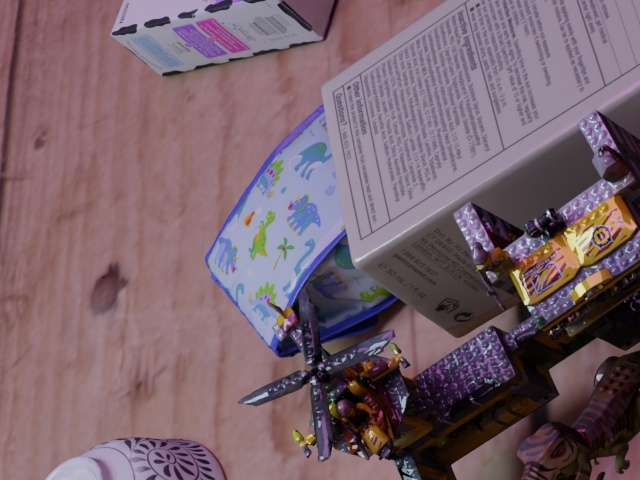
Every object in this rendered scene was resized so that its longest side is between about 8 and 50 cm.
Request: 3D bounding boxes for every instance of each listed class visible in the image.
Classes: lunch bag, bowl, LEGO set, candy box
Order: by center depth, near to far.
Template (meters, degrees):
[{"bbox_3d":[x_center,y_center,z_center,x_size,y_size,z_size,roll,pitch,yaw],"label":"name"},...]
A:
[{"bbox_3d":[0.122,0.092,1.028,0.331,0.192,0.255,-29,60,25],"label":"LEGO set"},{"bbox_3d":[0.000,0.000,1.352,0.151,0.096,0.129,-41,38,-1],"label":"lunch bag"},{"bbox_3d":[-0.153,0.201,1.367,0.170,0.080,0.170,-28,43,29],"label":"bowl"},{"bbox_3d":[-0.067,-0.237,1.630,0.196,0.070,0.165,-8,56,42],"label":"candy box"}]

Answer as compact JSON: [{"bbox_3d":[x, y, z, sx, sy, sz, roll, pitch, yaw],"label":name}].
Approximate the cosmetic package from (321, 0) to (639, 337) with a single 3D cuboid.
[{"bbox_3d":[0.158,-0.093,1.140,0.309,0.113,0.160,-31,45,25],"label":"cosmetic package"}]
